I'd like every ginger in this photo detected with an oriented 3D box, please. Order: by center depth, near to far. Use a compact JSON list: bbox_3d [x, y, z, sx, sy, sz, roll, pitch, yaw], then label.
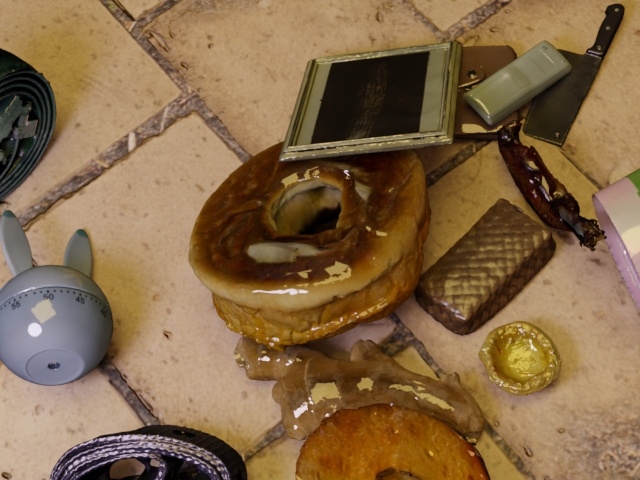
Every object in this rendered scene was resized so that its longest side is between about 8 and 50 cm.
[{"bbox_3d":[0.043,0.189,1.835,0.334,0.081,0.148,6,47,11],"label":"ginger"}]

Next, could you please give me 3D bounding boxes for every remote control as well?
[{"bbox_3d":[0.275,-0.221,2.016,0.162,0.029,0.061,-36,74,-20],"label":"remote control"}]

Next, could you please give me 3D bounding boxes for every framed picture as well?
[{"bbox_3d":[0.073,-0.195,1.966,0.231,0.018,0.293,-5,32,11],"label":"framed picture"}]

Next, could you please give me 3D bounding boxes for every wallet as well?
[{"bbox_3d":[0.221,-0.210,2.045,0.118,0.039,0.152,-2,62,5],"label":"wallet"}]

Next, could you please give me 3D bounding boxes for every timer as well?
[{"bbox_3d":[-0.367,0.089,1.927,0.175,0.175,0.255,-30,34,-8],"label":"timer"}]

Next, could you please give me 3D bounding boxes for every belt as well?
[{"bbox_3d":[-0.208,0.299,1.785,0.231,0.126,0.139,-3,89,8],"label":"belt"},{"bbox_3d":[-0.488,-0.143,2.021,0.116,0.206,0.267,32,77,26],"label":"belt"}]

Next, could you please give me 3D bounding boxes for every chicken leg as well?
[{"bbox_3d":[0.303,-0.062,1.909,0.051,0.106,0.253,-32,46,-2],"label":"chicken leg"}]

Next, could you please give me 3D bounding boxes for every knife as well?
[{"bbox_3d":[0.357,-0.242,2.053,0.072,0.019,0.245,22,69,20],"label":"knife"}]

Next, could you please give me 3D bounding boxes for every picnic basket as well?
[{"bbox_3d":[0.216,0.031,1.904,0.193,0.055,0.110,-43,64,-17],"label":"picnic basket"}]

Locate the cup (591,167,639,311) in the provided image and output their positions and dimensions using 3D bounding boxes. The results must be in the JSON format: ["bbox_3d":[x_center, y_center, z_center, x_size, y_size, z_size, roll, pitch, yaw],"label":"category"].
[{"bbox_3d":[0.494,-0.029,1.797,0.274,0.253,0.253,-22,60,4],"label":"cup"}]

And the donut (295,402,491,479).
[{"bbox_3d":[0.092,0.277,1.736,0.259,0.101,0.152,14,46,-6],"label":"donut"}]

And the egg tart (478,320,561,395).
[{"bbox_3d":[0.253,0.152,1.839,0.105,0.039,0.105,-4,61,7],"label":"egg tart"}]

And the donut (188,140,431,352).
[{"bbox_3d":[0.000,0.000,1.878,0.330,0.160,0.330,-16,38,13],"label":"donut"}]
